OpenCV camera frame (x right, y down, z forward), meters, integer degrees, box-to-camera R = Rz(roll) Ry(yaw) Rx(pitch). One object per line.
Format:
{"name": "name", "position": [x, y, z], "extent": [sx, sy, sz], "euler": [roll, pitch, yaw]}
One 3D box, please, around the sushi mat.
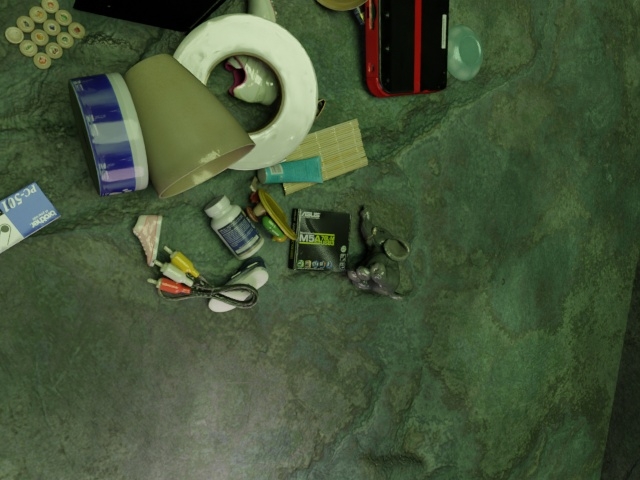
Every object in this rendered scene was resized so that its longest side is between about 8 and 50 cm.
{"name": "sushi mat", "position": [0.006, -0.256, 1.629], "extent": [0.317, 0.019, 0.151], "euler": [-24, 104, -26]}

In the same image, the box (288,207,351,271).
{"name": "box", "position": [0.000, 0.000, 1.630], "extent": [0.191, 0.045, 0.184], "euler": [5, 94, -31]}

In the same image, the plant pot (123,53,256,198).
{"name": "plant pot", "position": [-0.330, -0.278, 1.252], "extent": [0.257, 0.256, 0.273], "euler": [-32, 94, -25]}

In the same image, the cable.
{"name": "cable", "position": [-0.308, 0.131, 1.404], "extent": [0.288, 0.072, 0.139], "euler": [28, 97, -11]}

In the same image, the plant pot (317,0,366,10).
{"name": "plant pot", "position": [0.066, -0.785, 1.538], "extent": [0.236, 0.237, 0.032], "euler": [66, 24, -17]}

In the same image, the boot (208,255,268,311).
{"name": "boot", "position": [-0.228, 0.122, 1.499], "extent": [0.190, 0.086, 0.069], "euler": [-32, 120, 5]}

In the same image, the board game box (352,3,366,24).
{"name": "board game box", "position": [0.138, -0.787, 1.644], "extent": [0.194, 0.060, 0.194], "euler": [-41, 111, -21]}

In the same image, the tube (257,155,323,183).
{"name": "tube", "position": [-0.079, -0.198, 1.548], "extent": [0.207, 0.052, 0.080], "euler": [-10, 101, -34]}

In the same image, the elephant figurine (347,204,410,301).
{"name": "elephant figurine", "position": [0.194, 0.036, 1.693], "extent": [0.239, 0.170, 0.186], "euler": [-68, 150, -26]}

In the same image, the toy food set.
{"name": "toy food set", "position": [-0.155, -0.072, 1.510], "extent": [0.071, 0.128, 0.217], "euler": [-33, 115, 10]}

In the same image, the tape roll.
{"name": "tape roll", "position": [-0.198, -0.376, 1.395], "extent": [0.393, 0.072, 0.391], "euler": [-4, 108, -12]}

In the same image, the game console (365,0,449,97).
{"name": "game console", "position": [0.280, -0.657, 1.700], "extent": [0.342, 0.060, 0.386], "euler": [-17, 114, -36]}

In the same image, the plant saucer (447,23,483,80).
{"name": "plant saucer", "position": [0.509, -0.659, 1.882], "extent": [0.195, 0.037, 0.194], "euler": [-2, 95, -29]}

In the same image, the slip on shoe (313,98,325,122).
{"name": "slip on shoe", "position": [-0.030, -0.365, 1.585], "extent": [0.051, 0.041, 0.135], "euler": [47, 71, -22]}

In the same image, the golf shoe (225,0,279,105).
{"name": "golf shoe", "position": [-0.186, -0.521, 1.448], "extent": [0.140, 0.115, 0.305], "euler": [-5, 95, -26]}

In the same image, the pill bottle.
{"name": "pill bottle", "position": [-0.237, -0.038, 1.460], "extent": [0.094, 0.094, 0.169], "euler": [-44, 113, -20]}

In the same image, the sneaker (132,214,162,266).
{"name": "sneaker", "position": [-0.446, -0.003, 1.371], "extent": [0.070, 0.051, 0.134], "euler": [8, 96, -18]}

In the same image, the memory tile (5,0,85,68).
{"name": "memory tile", "position": [-0.634, -0.480, 1.245], "extent": [0.113, 0.012, 0.148], "euler": [46, 72, -24]}

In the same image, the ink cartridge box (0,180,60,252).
{"name": "ink cartridge box", "position": [-0.710, -0.039, 1.214], "extent": [0.207, 0.046, 0.097], "euler": [-38, 112, -23]}

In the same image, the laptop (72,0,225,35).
{"name": "laptop", "position": [-0.304, -0.633, 1.211], "extent": [0.236, 0.382, 0.407], "euler": [40, 74, -27]}

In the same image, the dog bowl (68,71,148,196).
{"name": "dog bowl", "position": [-0.476, -0.235, 1.208], "extent": [0.104, 0.265, 0.264], "euler": [-16, 102, -24]}
